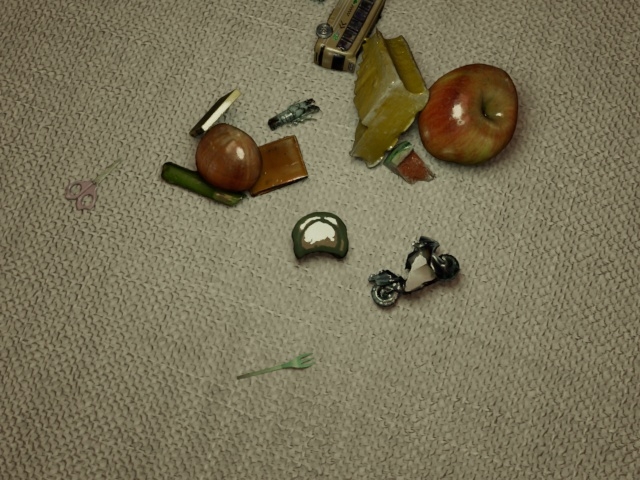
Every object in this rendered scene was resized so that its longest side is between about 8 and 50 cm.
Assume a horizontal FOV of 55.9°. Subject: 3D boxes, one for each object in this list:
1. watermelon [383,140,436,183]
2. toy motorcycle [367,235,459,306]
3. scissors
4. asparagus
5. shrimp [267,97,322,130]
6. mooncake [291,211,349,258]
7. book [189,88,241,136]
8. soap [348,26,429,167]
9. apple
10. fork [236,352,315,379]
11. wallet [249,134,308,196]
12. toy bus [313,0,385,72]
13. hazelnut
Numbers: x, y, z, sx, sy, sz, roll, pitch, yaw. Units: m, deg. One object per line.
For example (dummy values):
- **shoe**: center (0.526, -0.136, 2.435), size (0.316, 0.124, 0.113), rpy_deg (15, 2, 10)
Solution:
- **watermelon**: center (0.264, -0.238, 1.870), size (0.098, 0.121, 0.158), rpy_deg (-47, 125, 7)
- **toy motorcycle**: center (0.263, 0.084, 1.767), size (0.271, 0.106, 0.159), rpy_deg (-22, 74, 8)
- **scissors**: center (-0.704, -0.189, 1.904), size (0.110, 0.021, 0.212), rpy_deg (44, 83, 8)
- **asparagus**: center (-0.362, -0.169, 1.869), size (0.278, 0.060, 0.067), rpy_deg (25, 60, 7)
- **shrimp**: center (-0.081, -0.393, 1.902), size (0.174, 0.076, 0.082), rpy_deg (-26, 100, -3)
- **mooncake**: center (0.000, 0.000, 1.795), size (0.175, 0.104, 0.168), rpy_deg (31, 77, 6)
- **book**: center (-0.323, -0.385, 1.836), size (0.026, 0.231, 0.161), rpy_deg (43, 80, -19)
- **soap**: center (0.171, -0.449, 1.872), size (0.169, 0.304, 0.338), rpy_deg (18, 41, -27)
- **apple**: center (0.427, -0.367, 1.795), size (0.302, 0.301, 0.301), rpy_deg (0, 77, 2)
- **fork**: center (-0.131, 0.374, 1.757), size (0.235, 0.021, 0.039), rpy_deg (-15, 74, -2)
- **wallet**: center (-0.146, -0.233, 1.885), size (0.196, 0.042, 0.160), rpy_deg (-20, 71, 2)
- **toy bus**: center (0.092, -0.681, 1.928), size (0.157, 0.139, 0.289), rpy_deg (26, 76, 3)
- **hazelnut**: center (-0.268, -0.243, 1.783), size (0.214, 0.214, 0.176), rpy_deg (25, 45, 7)
